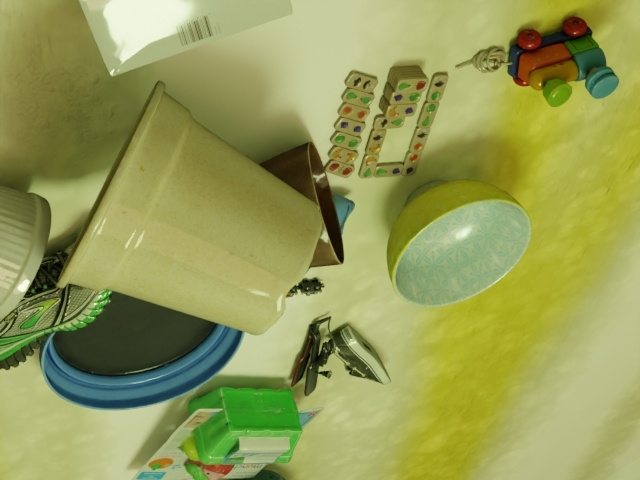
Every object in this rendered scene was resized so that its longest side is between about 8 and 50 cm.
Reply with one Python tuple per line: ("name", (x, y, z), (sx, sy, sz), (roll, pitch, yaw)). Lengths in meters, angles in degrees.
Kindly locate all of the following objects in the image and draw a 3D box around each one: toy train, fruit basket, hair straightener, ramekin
("toy train", (0.373, -0.281, 1.719), (0.248, 0.143, 0.105), (-17, 140, -10))
("fruit basket", (-0.204, 0.467, 2.245), (0.327, 0.165, 0.353), (8, 134, -35))
("hair straightener", (0.000, 0.256, 2.179), (0.047, 0.089, 0.230), (-33, 149, -48))
("ramekin", (-0.510, 0.008, 1.535), (0.109, 0.207, 0.207), (27, 119, -34))
("toy train", (-0.066, 0.100, 2.008), (0.158, 0.027, 0.036), (-4, 140, -24))

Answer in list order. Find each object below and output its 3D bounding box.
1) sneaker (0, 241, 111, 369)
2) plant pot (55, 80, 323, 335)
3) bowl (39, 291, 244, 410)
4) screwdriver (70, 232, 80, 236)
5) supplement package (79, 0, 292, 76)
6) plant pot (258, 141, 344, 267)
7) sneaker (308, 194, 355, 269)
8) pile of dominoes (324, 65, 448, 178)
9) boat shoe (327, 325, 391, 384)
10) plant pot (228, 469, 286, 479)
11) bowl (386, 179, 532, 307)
("sneaker", (-0.482, 0.096, 1.697), (0.344, 0.134, 0.146), (-35, 140, 13))
("plant pot", (-0.177, -0.020, 1.491), (0.306, 0.333, 0.333), (26, 123, -13))
("bowl", (-0.338, 0.176, 1.911), (0.391, 0.077, 0.391), (-15, 140, -13))
("screwdriver", (-0.343, -0.024, 1.724), (0.170, 0.025, 0.024), (-17, 140, -11))
("supplement package", (-0.195, -0.371, 1.314), (0.262, 0.145, 0.204), (-20, 140, -6))
("plant pot", (-0.098, -0.035, 1.721), (0.231, 0.215, 0.215), (-15, 142, 8))
("sneaker", (0.000, 0.000, 1.898), (0.082, 0.069, 0.209), (1, 134, -34))
("pile of dominoes", (0.117, -0.192, 1.766), (0.196, 0.040, 0.251), (-7, 137, -22))
("boat shoe", (0.086, 0.266, 2.243), (0.070, 0.077, 0.219), (-33, 133, 8))
("plant pot", (-0.152, 0.677, 2.456), (0.290, 0.290, 0.195), (-10, 102, -19))
("bowl", (0.243, -0.023, 1.931), (0.290, 0.156, 0.289), (-14, 140, -12))
